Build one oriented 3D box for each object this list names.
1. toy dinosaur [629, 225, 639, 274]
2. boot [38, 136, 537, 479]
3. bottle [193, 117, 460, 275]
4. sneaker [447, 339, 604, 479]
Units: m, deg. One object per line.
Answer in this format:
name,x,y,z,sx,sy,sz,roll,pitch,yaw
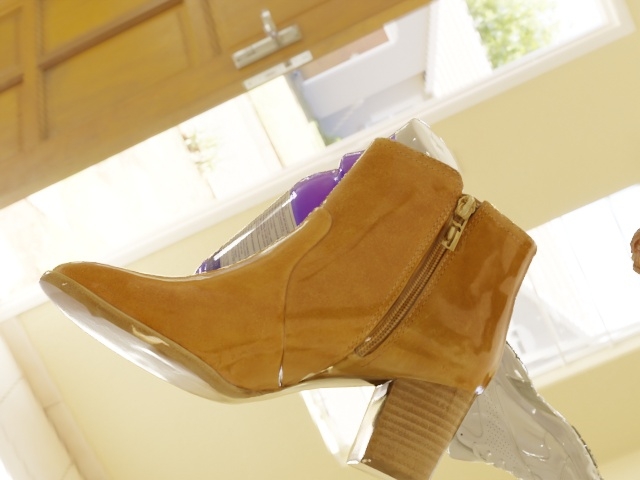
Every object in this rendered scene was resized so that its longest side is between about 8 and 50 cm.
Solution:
toy dinosaur,0.296,-0.026,0.412,0.218,0.322,0.164,50,-12,39
boot,-0.010,0.016,0.614,0.295,0.211,0.104,27,-18,-9
bottle,0.000,0.000,0.849,0.092,0.283,0.118,32,29,-38
sneaker,0.187,0.198,0.899,0.232,0.115,0.090,56,5,36
